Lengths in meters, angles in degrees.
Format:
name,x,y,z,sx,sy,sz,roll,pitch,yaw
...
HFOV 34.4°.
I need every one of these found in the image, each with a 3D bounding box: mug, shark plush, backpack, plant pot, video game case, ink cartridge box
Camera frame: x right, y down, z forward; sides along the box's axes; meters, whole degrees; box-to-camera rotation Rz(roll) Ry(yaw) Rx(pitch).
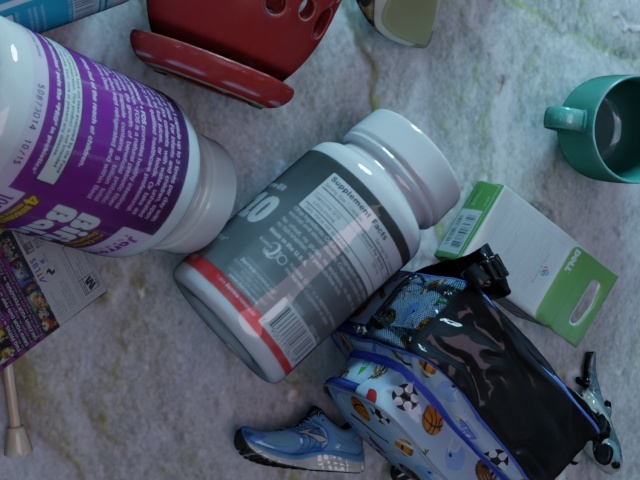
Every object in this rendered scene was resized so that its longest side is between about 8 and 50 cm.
name,x,y,z,sx,sy,sz,roll,pitch,yaw
mug,0.344,-0.144,1.249,0.158,0.097,0.129,42,81,-22
shark plush,0.356,0.227,1.345,0.067,0.073,0.161,-10,80,-41
backpack,0.132,0.152,1.110,0.213,0.263,0.276,-38,107,-9
plant pot,-0.081,-0.230,1.007,0.191,0.191,0.174,18,93,-24
video game case,-0.318,-0.004,0.952,0.210,0.042,0.232,-45,116,-53
ink cartridge box,0.250,0.030,1.251,0.209,0.062,0.109,34,83,-23

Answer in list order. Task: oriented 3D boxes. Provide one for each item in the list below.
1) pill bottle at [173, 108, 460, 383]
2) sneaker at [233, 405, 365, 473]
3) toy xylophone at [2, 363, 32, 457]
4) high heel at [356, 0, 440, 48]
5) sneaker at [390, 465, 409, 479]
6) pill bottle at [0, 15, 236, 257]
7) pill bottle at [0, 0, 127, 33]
name,x,y,z,sx,sy,sz,roll,pitch,yaw
pill bottle,0.000,0.000,1.087,0.283,0.161,0.161,-42,111,-13
sneaker,-0.023,0.223,1.172,0.162,0.063,0.073,12,74,-28
toy xylophone,-0.401,0.140,0.977,0.236,0.081,0.322,-14,102,-22
high heel,0.041,-0.328,1.121,0.093,0.186,0.261,-37,145,3
sneaker,0.135,0.267,1.246,0.109,0.040,0.043,-25,108,-18
pill bottle,-0.217,-0.077,0.934,0.302,0.169,0.169,21,88,-52
pill bottle,-0.309,-0.245,0.930,0.264,0.146,0.146,-25,106,-19
